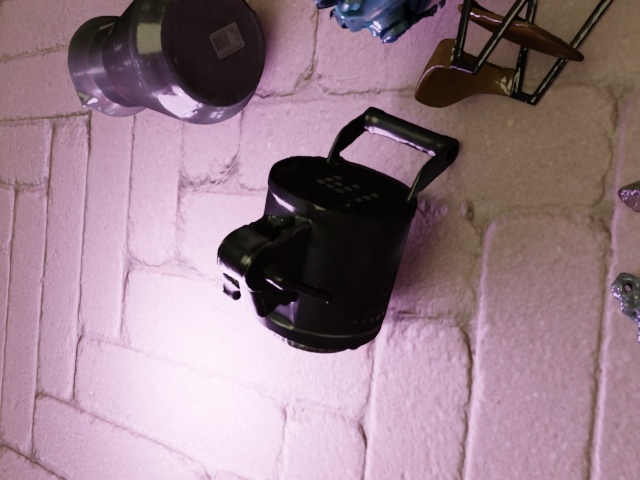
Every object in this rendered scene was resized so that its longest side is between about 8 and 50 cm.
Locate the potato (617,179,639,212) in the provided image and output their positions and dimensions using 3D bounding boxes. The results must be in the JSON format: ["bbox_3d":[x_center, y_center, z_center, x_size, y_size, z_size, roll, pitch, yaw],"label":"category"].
[{"bbox_3d":[0.393,-0.053,0.796,0.093,0.036,0.037,1,126,57],"label":"potato"}]

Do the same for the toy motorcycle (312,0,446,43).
[{"bbox_3d":[0.094,-0.346,0.909,0.206,0.260,0.154,-26,94,12],"label":"toy motorcycle"}]

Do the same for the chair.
[{"bbox_3d":[0.236,-0.262,0.854,0.172,0.158,0.247,30,106,40],"label":"chair"}]

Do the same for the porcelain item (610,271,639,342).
[{"bbox_3d":[0.367,0.076,0.813,0.036,0.028,0.083,-23,71,19],"label":"porcelain item"}]

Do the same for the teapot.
[{"bbox_3d":[-0.274,-0.348,1.251,0.344,0.253,0.300,6,59,45],"label":"teapot"}]

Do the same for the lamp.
[{"bbox_3d":[0.016,0.016,0.986,0.205,0.374,0.272,30,139,30],"label":"lamp"}]
